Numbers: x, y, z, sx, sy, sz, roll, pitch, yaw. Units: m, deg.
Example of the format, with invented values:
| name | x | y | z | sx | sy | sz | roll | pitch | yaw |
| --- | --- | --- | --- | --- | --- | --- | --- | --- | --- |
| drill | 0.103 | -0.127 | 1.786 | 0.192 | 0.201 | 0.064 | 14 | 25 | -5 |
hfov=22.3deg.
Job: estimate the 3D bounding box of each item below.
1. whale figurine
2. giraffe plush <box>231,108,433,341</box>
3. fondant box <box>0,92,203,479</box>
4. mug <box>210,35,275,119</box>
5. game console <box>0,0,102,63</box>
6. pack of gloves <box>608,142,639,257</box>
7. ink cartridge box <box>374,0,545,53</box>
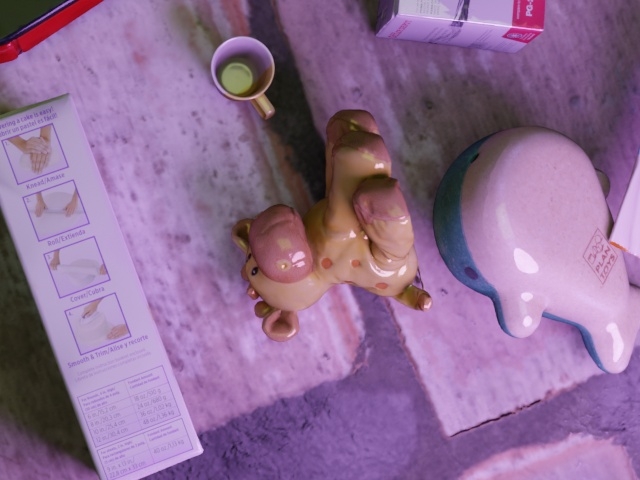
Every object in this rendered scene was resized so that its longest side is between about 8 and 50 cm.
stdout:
| name | x | y | z | sx | sy | sz | roll | pitch | yaw |
| --- | --- | --- | --- | --- | --- | --- | --- | --- | --- |
| whale figurine | 0.218 | 0.014 | 1.609 | 0.272 | 0.141 | 0.216 | 46 | 57 | -25 |
| giraffe plush | 0.000 | 0.000 | 1.567 | 0.170 | 0.181 | 0.210 | -18 | 122 | 0 |
| fondant box | -0.211 | 0.052 | 1.472 | 0.096 | 0.238 | 0.330 | -21 | 88 | -9 |
| mug | -0.079 | -0.157 | 1.599 | 0.062 | 0.064 | 0.078 | -3 | 86 | -9 |
| game console | -0.311 | -0.402 | 1.575 | 0.342 | 0.060 | 0.386 | -34 | 95 | -8 |
| pack of gloves | 0.372 | -0.075 | 1.651 | 0.195 | 0.046 | 0.232 | 26 | 79 | -39 |
| ink cartridge box | 0.138 | -0.233 | 1.616 | 0.150 | 0.109 | 0.063 | 6 | 85 | -8 |
